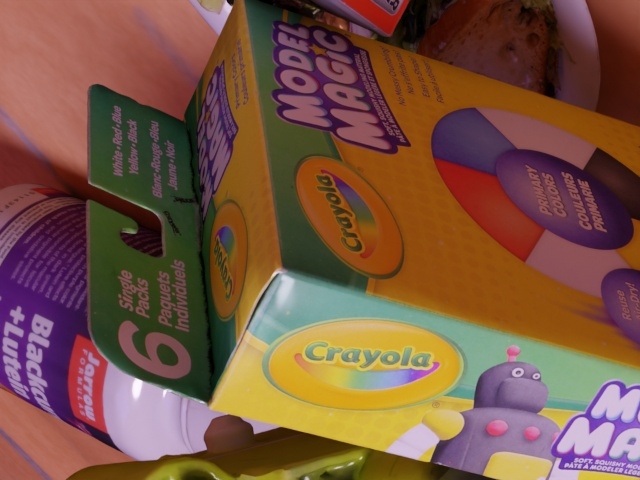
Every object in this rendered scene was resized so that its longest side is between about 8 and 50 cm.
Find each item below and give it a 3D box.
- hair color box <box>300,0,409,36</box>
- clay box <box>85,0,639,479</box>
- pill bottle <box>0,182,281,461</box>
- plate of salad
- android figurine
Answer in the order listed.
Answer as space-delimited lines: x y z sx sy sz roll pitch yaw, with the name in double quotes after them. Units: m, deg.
-0.034 -0.107 0.467 0.072 0.043 0.141 28 180 39 "hair color box"
0.046 0.006 0.491 0.222 0.127 0.053 16 124 -20 "clay box"
-0.094 0.048 0.886 0.193 0.108 0.108 22 150 33 "pill bottle"
0.003 -0.086 0.599 0.200 0.048 0.200 31 155 17 "plate of salad"
0.025 0.082 0.646 0.273 0.248 0.056 -14 88 63 "android figurine"
